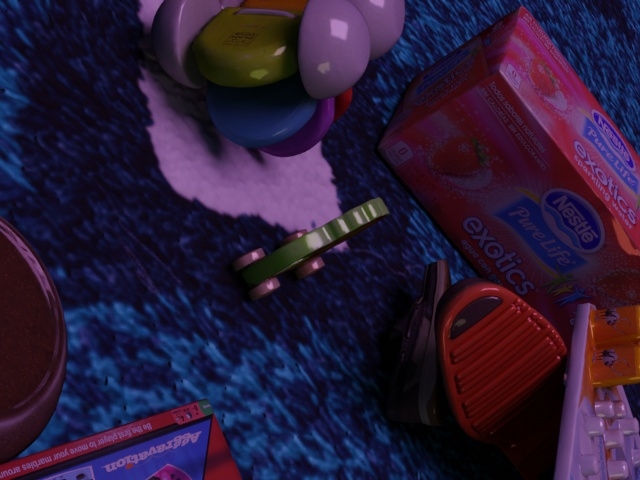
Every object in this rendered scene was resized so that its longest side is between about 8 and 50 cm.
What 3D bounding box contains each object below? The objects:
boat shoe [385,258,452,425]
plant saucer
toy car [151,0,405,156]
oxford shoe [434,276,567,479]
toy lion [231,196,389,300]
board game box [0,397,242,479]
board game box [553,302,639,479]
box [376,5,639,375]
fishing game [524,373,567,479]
[{"bbox_3d":[0.077,0.075,0.922,0.152,0.049,0.056,-78,160,-44],"label":"boat shoe"},{"bbox_3d":[-0.196,0.037,0.619,0.168,0.029,0.168,33,41,-34],"label":"plant saucer"},{"bbox_3d":[-0.028,-0.133,0.892,0.182,0.159,0.136,-51,143,-55],"label":"toy car"},{"bbox_3d":[0.134,0.098,0.915,0.098,0.097,0.271,55,-1,41],"label":"oxford shoe"},{"bbox_3d":[0.000,0.000,0.841,0.100,0.096,0.034,-24,84,-56],"label":"toy lion"},{"bbox_3d":[-0.127,0.178,0.601,0.281,0.027,0.145,-10,74,-55],"label":"board game box"},{"bbox_3d":[0.243,0.305,0.848,0.390,0.050,0.390,64,28,-29],"label":"board game box"},{"bbox_3d":[0.211,-0.044,1.110,0.300,0.142,0.154,49,34,-15],"label":"box"},{"bbox_3d":[0.246,0.234,1.035,0.189,0.041,0.264,42,37,-20],"label":"fishing game"}]
